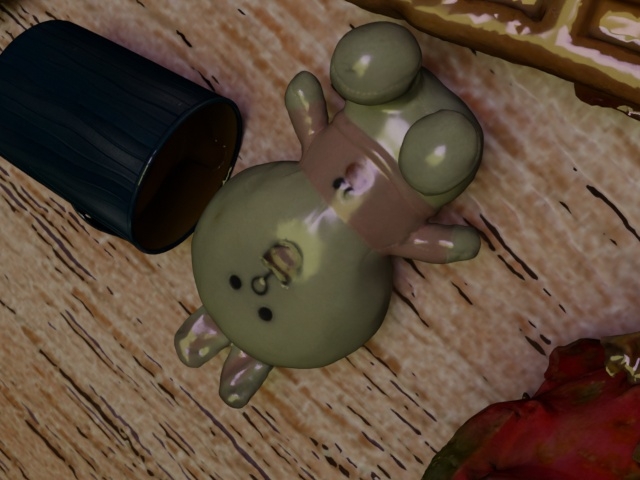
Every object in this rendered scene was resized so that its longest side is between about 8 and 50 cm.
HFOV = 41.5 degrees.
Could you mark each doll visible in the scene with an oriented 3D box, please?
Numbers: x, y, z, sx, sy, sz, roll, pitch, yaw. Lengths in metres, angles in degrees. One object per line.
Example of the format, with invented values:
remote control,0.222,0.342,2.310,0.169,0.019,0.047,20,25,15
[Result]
doll,0.007,-0.007,0.529,0.155,0.113,0.275,41,124,6

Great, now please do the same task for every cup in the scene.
cup,-0.149,-0.059,0.577,0.138,0.113,0.150,30,112,16

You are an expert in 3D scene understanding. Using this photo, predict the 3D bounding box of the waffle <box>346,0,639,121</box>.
waffle,0.179,-0.171,0.408,0.328,0.098,0.224,26,115,17

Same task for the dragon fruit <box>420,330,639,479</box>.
dragon fruit,0.172,0.163,0.418,0.303,0.237,0.231,-38,76,0

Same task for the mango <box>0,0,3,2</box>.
mango,-0.245,-0.234,0.588,0.191,0.085,0.122,-33,86,29
